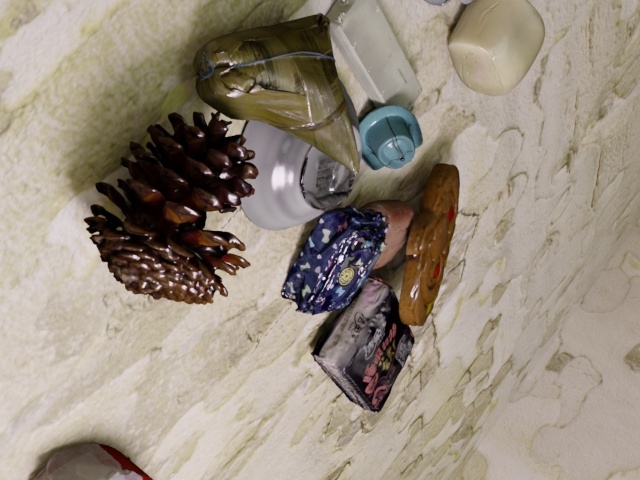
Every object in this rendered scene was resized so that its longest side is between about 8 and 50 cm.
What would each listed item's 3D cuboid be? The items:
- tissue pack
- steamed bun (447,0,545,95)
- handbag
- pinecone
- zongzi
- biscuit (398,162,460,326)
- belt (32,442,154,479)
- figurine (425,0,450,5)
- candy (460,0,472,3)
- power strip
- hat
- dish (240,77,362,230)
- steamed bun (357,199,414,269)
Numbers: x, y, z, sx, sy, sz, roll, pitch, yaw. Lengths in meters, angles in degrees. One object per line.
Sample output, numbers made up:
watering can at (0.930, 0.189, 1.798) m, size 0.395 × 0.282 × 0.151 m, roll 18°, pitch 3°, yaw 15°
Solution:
tissue pack at (0.117, 0.252, 1.781) m, size 0.245 × 0.123 × 0.332 m, roll -59°, pitch 150°, yaw -18°
steamed bun at (0.401, -0.437, 1.661) m, size 0.200 × 0.155 × 0.250 m, roll -61°, pitch 143°, yaw -5°
handbag at (0.035, 0.045, 1.509) m, size 0.162 × 0.113 × 0.260 m, roll 0°, pitch 125°, yaw -54°
pinecone at (-0.193, -0.051, 1.061) m, size 0.246 × 0.246 × 0.292 m, roll 43°, pitch 66°, yaw -55°
zongzi at (-0.059, -0.199, 1.158) m, size 0.251 × 0.125 × 0.274 m, roll -26°, pitch 103°, yaw -38°
biscuit at (0.265, 0.011, 1.736) m, size 0.350 × 0.070 × 0.394 m, roll 8°, pitch 94°, yaw -74°
belt at (-0.385, 0.478, 1.265) m, size 0.227 × 0.115 × 0.323 m, roll -39°, pitch 141°, yaw -35°
figurine at (0.233, -0.506, 1.450) m, size 0.086 × 0.094 × 0.082 m, roll 28°, pitch 77°, yaw -50°
candy at (0.314, -0.592, 1.515) m, size 0.138 × 0.071 × 0.174 m, roll -54°, pitch 145°, yaw -13°
power strip at (0.107, -0.355, 1.424) m, size 0.106 × 0.043 × 0.367 m, roll -58°, pitch 146°, yaw -9°
hat at (0.151, -0.196, 1.528) m, size 0.138 × 0.078 × 0.191 m, roll -32°, pitch 148°, yaw 9°
dish at (-0.010, -0.149, 1.349) m, size 0.316 × 0.106 × 0.316 m, roll -32°, pitch 135°, yaw -38°
steamed bun at (0.125, -0.015, 1.629) m, size 0.145 × 0.106 × 0.175 m, roll -19°, pitch 140°, yaw -54°
